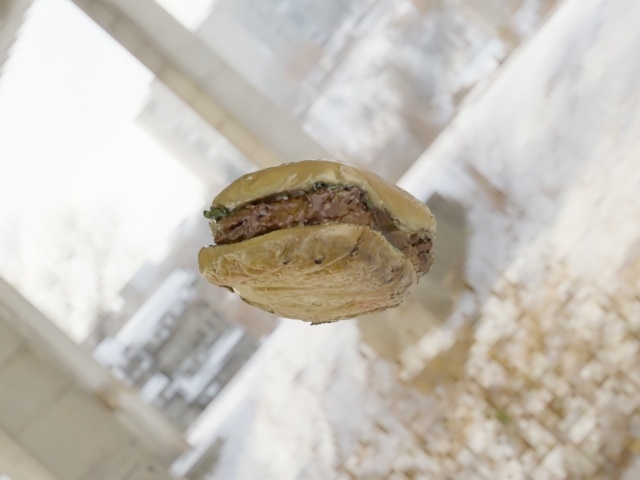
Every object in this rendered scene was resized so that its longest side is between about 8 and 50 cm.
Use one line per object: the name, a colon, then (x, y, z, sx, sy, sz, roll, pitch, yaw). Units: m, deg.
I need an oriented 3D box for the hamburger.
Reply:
hamburger: (0.000, 0.000, 0.693, 0.076, 0.044, 0.083, -8, -24, 25)
